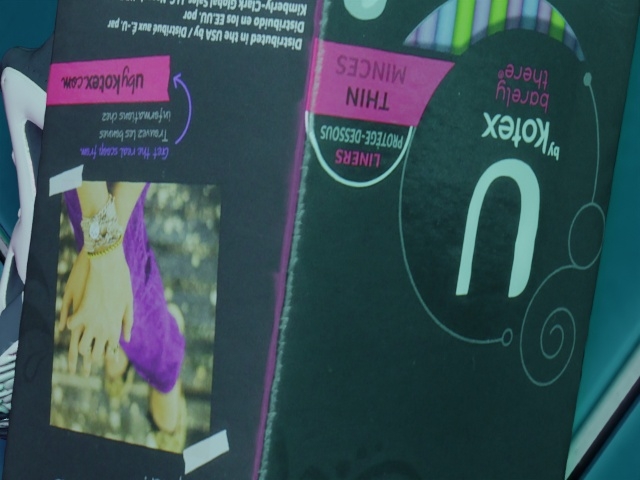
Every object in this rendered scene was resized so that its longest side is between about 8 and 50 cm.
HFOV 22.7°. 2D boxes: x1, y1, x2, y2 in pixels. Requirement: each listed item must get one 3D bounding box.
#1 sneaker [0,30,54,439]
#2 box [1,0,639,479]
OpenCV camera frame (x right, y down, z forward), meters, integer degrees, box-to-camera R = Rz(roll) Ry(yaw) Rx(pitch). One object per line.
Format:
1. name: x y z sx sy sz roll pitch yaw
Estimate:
1. sneaker: -0.109 -0.018 0.751 0.235 0.094 0.153 115 153 -46
2. box: 0.000 0.000 0.577 0.143 0.165 0.270 14 98 45
